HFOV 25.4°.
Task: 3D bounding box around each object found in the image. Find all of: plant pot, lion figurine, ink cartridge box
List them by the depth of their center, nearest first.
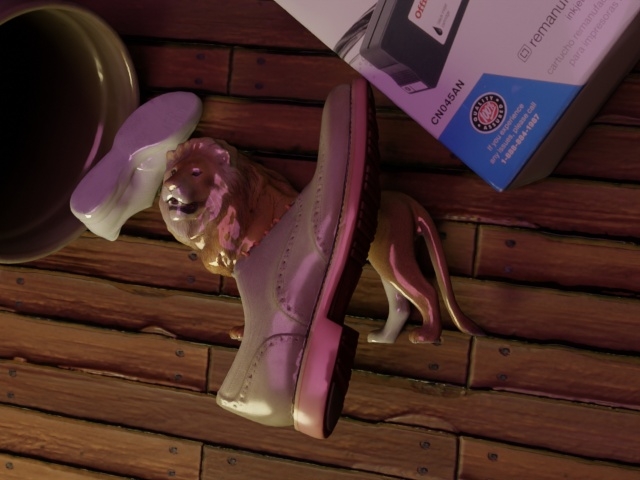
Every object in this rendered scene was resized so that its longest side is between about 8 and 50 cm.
[{"bbox_3d":[0.156,-0.288,1.543,0.395,0.166,0.285,42,116,16],"label":"ink cartridge box"},{"bbox_3d":[0.000,0.000,1.672,0.392,0.142,0.240,2,85,8],"label":"lion figurine"},{"bbox_3d":[-0.433,-0.165,1.760,0.280,0.323,0.323,22,101,37],"label":"plant pot"}]

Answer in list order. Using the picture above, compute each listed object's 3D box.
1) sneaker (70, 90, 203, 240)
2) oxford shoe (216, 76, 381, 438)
[{"bbox_3d":[-0.217,-0.092,1.775,0.212,0.094,0.080,-48,50,-8],"label":"sneaker"},{"bbox_3d":[-0.022,0.006,1.537,0.147,0.140,0.396,8,76,13],"label":"oxford shoe"}]
